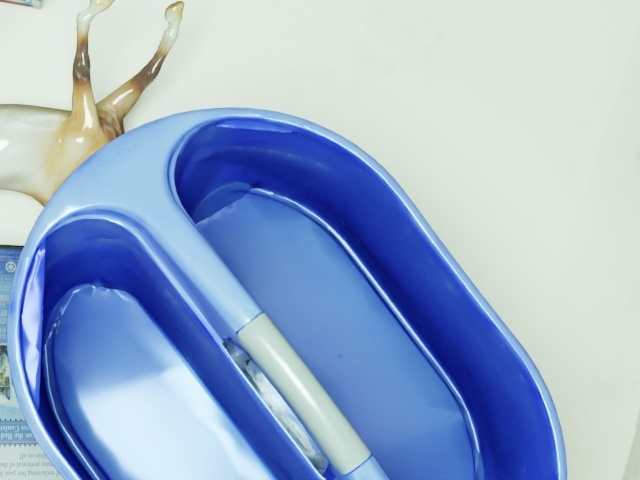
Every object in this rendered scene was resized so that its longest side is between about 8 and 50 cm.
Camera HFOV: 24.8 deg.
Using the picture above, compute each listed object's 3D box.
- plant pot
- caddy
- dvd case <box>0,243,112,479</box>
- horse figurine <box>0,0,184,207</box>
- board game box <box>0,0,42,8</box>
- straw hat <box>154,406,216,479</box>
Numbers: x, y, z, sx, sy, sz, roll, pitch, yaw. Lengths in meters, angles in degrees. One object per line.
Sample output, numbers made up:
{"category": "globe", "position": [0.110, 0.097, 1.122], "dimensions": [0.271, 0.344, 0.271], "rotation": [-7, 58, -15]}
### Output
{"category": "plant pot", "position": [0.000, 0.000, 0.961], "dimensions": [0.083, 0.081, 0.081], "rotation": [-25, 85, -10]}
{"category": "caddy", "position": [-0.021, 0.092, 0.810], "dimensions": [0.241, 0.179, 0.341], "rotation": [-37, 87, -14]}
{"category": "dvd case", "position": [-0.189, 0.128, 0.876], "dimensions": [0.180, 0.022, 0.253], "rotation": [3, 80, -23]}
{"category": "horse figurine", "position": [-0.197, -0.082, 0.914], "dimensions": [0.263, 0.066, 0.174], "rotation": [9, 108, -18]}
{"category": "board game box", "position": [-0.299, -0.255, 0.905], "dimensions": [0.275, 0.144, 0.142], "rotation": [8, 75, -12]}
{"category": "straw hat", "position": [-0.039, 0.160, 0.918], "dimensions": [0.144, 0.061, 0.144], "rotation": [2, 80, -9]}
